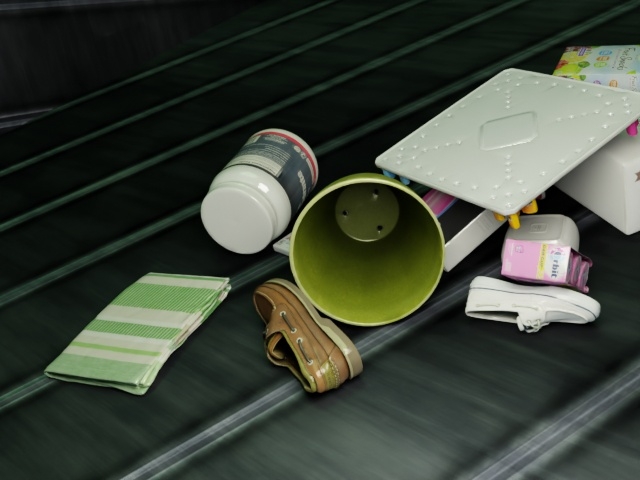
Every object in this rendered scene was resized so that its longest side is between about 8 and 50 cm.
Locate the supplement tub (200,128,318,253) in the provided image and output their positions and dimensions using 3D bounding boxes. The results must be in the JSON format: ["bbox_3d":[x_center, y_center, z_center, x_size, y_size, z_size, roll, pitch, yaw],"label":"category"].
[{"bbox_3d":[-0.133,-0.113,1.931,0.191,0.191,0.272,1,34,24],"label":"supplement tub"}]

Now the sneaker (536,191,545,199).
[{"bbox_3d":[0.425,-0.108,1.834,0.067,0.042,0.118,-16,23,-10],"label":"sneaker"}]

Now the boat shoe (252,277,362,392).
[{"bbox_3d":[-0.055,0.161,1.523,0.104,0.110,0.307,-28,32,-22],"label":"boat shoe"}]

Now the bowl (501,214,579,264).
[{"bbox_3d":[0.420,-0.003,1.654,0.142,0.053,0.142,0,35,24],"label":"bowl"}]

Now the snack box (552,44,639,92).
[{"bbox_3d":[0.609,-0.353,1.818,0.207,0.070,0.174,5,34,24],"label":"snack box"}]

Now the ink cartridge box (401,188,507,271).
[{"bbox_3d":[0.341,-0.112,1.710,0.371,0.069,0.176,-40,31,5],"label":"ink cartridge box"}]

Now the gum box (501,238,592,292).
[{"bbox_3d":[0.392,0.047,1.481,0.107,0.062,0.188,7,-5,29],"label":"gum box"}]

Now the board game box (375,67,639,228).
[{"bbox_3d":[0.364,-0.190,1.648,0.390,0.050,0.390,-35,33,-19],"label":"board game box"}]

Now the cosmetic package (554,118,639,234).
[{"bbox_3d":[0.596,-0.204,1.803,0.230,0.161,0.453,-19,30,-10],"label":"cosmetic package"}]

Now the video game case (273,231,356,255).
[{"bbox_3d":[0.000,0.000,1.857,0.143,0.019,0.157,-35,36,-32],"label":"video game case"}]

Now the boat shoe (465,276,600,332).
[{"bbox_3d":[0.356,0.122,1.468,0.226,0.083,0.076,8,64,34],"label":"boat shoe"}]

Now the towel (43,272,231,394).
[{"bbox_3d":[-0.352,0.172,1.707,0.248,0.038,0.325,3,36,29],"label":"towel"}]

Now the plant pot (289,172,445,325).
[{"bbox_3d":[0.087,-0.021,1.654,0.275,0.275,0.293,-11,17,6],"label":"plant pot"}]
